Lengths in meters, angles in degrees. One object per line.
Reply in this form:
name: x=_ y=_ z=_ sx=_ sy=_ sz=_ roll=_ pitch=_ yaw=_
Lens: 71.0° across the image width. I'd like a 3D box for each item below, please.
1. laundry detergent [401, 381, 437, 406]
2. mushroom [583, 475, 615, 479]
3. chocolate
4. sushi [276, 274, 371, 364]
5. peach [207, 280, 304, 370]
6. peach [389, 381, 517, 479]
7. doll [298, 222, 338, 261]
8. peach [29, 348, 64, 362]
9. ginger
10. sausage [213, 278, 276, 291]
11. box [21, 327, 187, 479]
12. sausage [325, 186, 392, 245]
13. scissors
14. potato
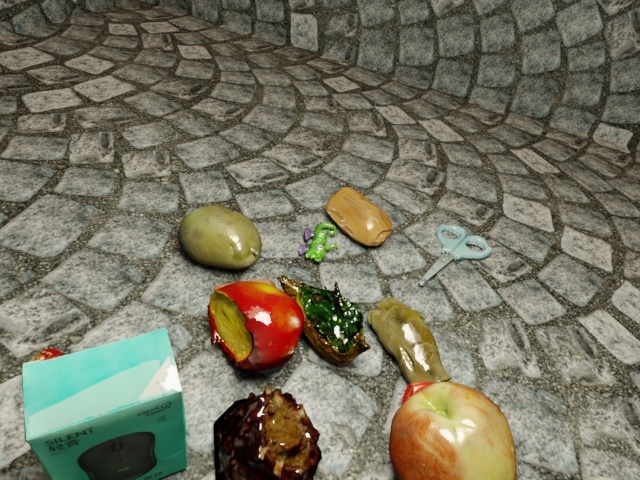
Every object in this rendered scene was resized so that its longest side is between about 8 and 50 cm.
laundry detergent: x=0.264 y=0.359 z=0.980 sx=0.165 sy=0.098 sz=0.049 roll=12 pitch=16 yaw=-12
mushroom: x=0.466 y=0.557 z=0.782 sx=0.328 sy=0.122 sz=0.159 roll=-21 pitch=41 yaw=-32
chocolate: x=-0.090 y=0.354 z=0.831 sx=0.206 sy=0.177 sz=0.224 roll=-1 pitch=44 yaw=-15
sushi: x=0.021 y=0.177 z=1.085 sx=0.149 sy=0.140 sz=0.287 roll=-22 pitch=52 yaw=-27
peach: x=-0.154 y=0.186 z=0.997 sx=0.225 sy=0.190 sz=0.196 roll=17 pitch=68 yaw=-1
peach: x=0.257 y=0.407 z=0.842 sx=0.232 sy=0.257 sz=0.232 roll=-21 pitch=12 yaw=5
doll: x=0.000 y=0.000 z=1.355 sx=0.115 sy=0.050 sz=0.190 roll=10 pitch=38 yaw=3
peach: x=-0.552 y=0.263 z=0.917 sx=0.050 sy=0.078 sz=0.083 roll=8 pitch=-3 yaw=1
ginger: x=0.213 y=0.244 z=1.082 sx=0.116 sy=0.109 sz=0.263 roll=-7 pitch=45 yaw=-26
sausage: x=-0.184 y=0.134 z=1.144 sx=0.169 sy=0.065 sz=0.065 roll=-7 pitch=44 yaw=-19
box: x=-0.329 y=0.298 z=0.727 sx=0.205 sy=0.312 sz=0.118 roll=-13 pitch=48 yaw=-27
sausage: x=0.117 y=-0.077 z=1.416 sx=0.136 sy=0.120 sz=0.241 roll=-11 pitch=44 yaw=-41
scissors: x=0.399 y=0.053 z=1.412 sx=0.191 sy=0.030 sz=0.360 roll=31 pitch=46 yaw=26
potato: x=-0.262 y=-0.003 z=1.215 sx=0.251 sy=0.159 sz=0.174 roll=19 pitch=66 yaw=26
